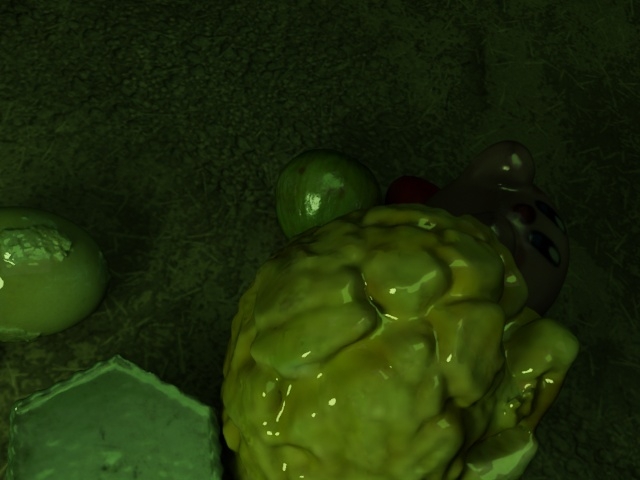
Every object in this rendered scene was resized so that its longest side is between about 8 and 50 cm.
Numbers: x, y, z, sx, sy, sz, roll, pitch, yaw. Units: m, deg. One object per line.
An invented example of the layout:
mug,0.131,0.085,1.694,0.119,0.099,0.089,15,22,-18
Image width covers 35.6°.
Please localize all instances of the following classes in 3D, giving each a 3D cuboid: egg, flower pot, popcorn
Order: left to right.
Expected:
egg,-0.349,0.040,1.166,0.201,0.164,0.164,4,56,-19
flower pot,-0.218,0.260,1.033,0.239,0.189,0.209,28,53,4
popcorn,0.050,0.137,1.066,0.390,0.354,0.344,-37,36,5

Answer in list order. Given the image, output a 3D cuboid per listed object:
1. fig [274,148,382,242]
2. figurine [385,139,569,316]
fig,0.000,0.000,1.338,0.149,0.149,0.245,14,74,-7
figurine,0.210,0.023,1.326,0.211,0.261,0.269,41,49,-22
